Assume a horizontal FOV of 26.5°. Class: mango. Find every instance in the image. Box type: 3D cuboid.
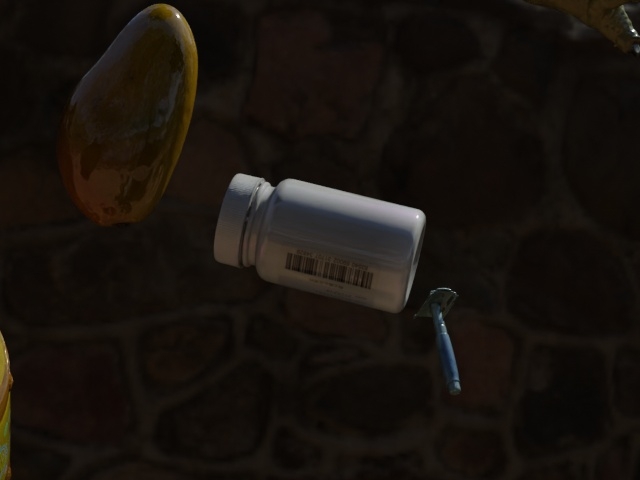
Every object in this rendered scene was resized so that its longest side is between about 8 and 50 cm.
[{"bbox_3d":[-0.212,-0.139,1.489,0.138,0.253,0.113,19,2,17],"label":"mango"}]

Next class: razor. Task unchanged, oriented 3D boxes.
[{"bbox_3d":[0.158,0.134,1.719,0.040,0.135,0.068,2,-35,-19],"label":"razor"}]

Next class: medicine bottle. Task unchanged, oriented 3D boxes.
[{"bbox_3d":[0.000,0.000,1.291,0.187,0.103,0.103,13,8,7],"label":"medicine bottle"}]

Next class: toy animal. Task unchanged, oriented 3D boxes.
[{"bbox_3d":[0.357,-0.338,1.859,0.219,0.101,0.103,22,36,2],"label":"toy animal"}]

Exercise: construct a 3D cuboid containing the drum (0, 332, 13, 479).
[{"bbox_3d":[-0.621,0.246,1.816,0.431,0.214,0.431,6,38,-5],"label":"drum"}]
